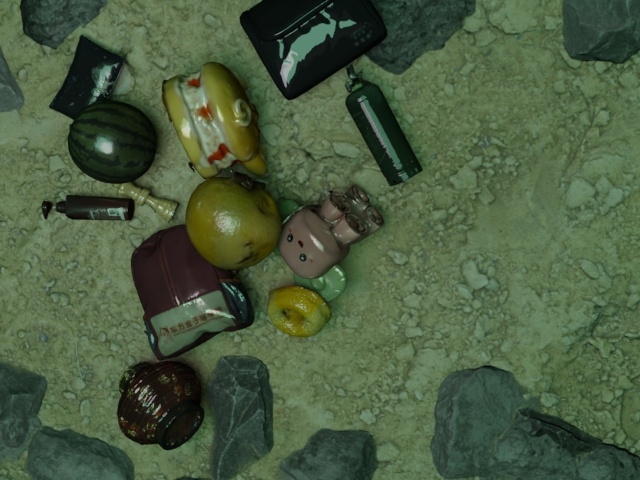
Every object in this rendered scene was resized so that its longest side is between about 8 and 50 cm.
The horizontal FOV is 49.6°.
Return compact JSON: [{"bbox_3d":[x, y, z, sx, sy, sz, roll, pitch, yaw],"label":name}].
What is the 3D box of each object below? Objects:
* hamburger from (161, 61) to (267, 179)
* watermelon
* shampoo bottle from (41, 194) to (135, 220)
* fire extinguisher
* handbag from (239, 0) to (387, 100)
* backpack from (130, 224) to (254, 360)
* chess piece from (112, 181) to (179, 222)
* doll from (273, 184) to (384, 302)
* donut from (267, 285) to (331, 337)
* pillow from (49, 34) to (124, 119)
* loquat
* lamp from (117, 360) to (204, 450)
[{"bbox_3d":[-0.238,-0.275,1.665,0.187,0.261,0.302,-17,117,3],"label":"hamburger"},{"bbox_3d":[-0.512,-0.241,1.703,0.212,0.212,0.212,1,101,4],"label":"watermelon"},{"bbox_3d":[-0.610,-0.083,1.815,0.237,0.067,0.068,3,92,3],"label":"shampoo bottle"},{"bbox_3d":[0.141,-0.286,1.703,0.095,0.114,0.311,-29,96,4],"label":"fire extinguisher"},{"bbox_3d":[-0.030,-0.520,1.635,0.302,0.178,0.275,-32,97,9],"label":"handbag"},{"bbox_3d":[-0.344,0.118,1.772,0.283,0.197,0.317,-24,82,6],"label":"backpack"},{"bbox_3d":[-0.454,-0.110,1.786,0.172,0.060,0.060,28,101,-12],"label":"chess piece"},{"bbox_3d":[0.000,0.000,1.747,0.268,0.216,0.284,-39,79,34],"label":"doll"},{"bbox_3d":[-0.061,0.187,1.777,0.162,0.065,0.178,43,142,-20],"label":"donut"},{"bbox_3d":[-0.588,-0.396,1.758,0.141,0.055,0.208,29,102,1],"label":"pillow"},{"bbox_3d":[-0.206,-0.052,1.651,0.244,0.244,0.243,1,101,4],"label":"loquat"},{"bbox_3d":[-0.424,0.424,1.822,0.247,0.247,0.246,1,101,4],"label":"lamp"}]
